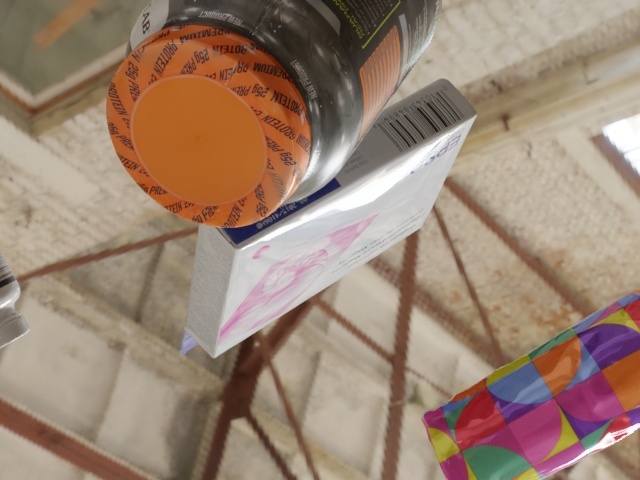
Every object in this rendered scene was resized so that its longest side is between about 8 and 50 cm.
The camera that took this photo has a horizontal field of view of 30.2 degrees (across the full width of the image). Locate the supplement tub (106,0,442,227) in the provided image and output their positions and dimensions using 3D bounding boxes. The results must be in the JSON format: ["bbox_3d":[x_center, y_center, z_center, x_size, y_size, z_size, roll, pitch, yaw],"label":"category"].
[{"bbox_3d":[-0.033,-0.166,1.027,0.207,0.207,0.338,57,-144,-18],"label":"supplement tub"}]

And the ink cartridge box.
[{"bbox_3d":[0.000,0.000,1.330,0.324,0.330,0.071,-31,-112,-26],"label":"ink cartridge box"}]

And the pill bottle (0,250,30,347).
[{"bbox_3d":[-0.390,0.041,1.307,0.094,0.094,0.169,-33,-82,-55],"label":"pill bottle"}]

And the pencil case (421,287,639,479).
[{"bbox_3d":[0.193,0.128,0.938,0.104,0.236,0.104,57,-172,-12],"label":"pencil case"}]
